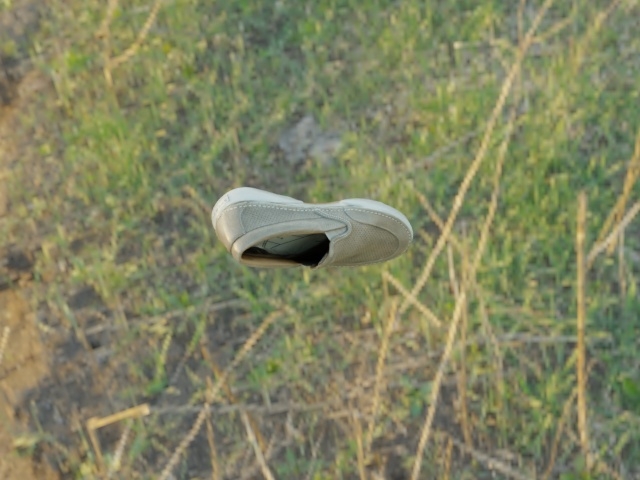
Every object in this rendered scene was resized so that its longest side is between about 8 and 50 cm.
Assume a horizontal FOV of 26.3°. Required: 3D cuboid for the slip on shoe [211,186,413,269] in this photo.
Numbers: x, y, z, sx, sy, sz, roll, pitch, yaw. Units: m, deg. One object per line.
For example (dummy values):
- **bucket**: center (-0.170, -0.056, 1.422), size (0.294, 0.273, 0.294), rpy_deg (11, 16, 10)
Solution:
- **slip on shoe**: center (0.000, 0.000, 0.827), size (0.135, 0.051, 0.041), rpy_deg (11, 38, -34)
